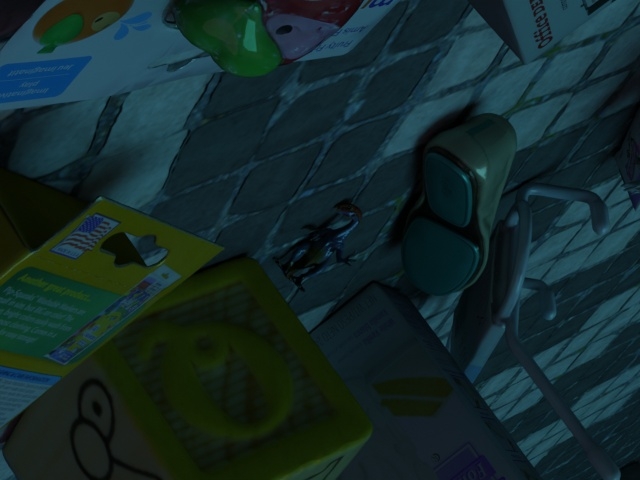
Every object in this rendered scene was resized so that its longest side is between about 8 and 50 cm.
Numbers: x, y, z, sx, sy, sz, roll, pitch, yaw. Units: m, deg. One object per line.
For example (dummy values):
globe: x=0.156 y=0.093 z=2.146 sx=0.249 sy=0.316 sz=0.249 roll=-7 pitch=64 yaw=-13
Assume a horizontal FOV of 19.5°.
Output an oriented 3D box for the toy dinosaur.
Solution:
toy dinosaur: x=0.000 y=0.000 z=1.569 sx=0.082 sy=0.047 sz=0.090 roll=-44 pitch=-165 yaw=-5

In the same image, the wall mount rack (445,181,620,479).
wall mount rack: x=0.206 y=0.124 z=1.831 sx=0.130 sy=0.304 sz=0.350 roll=9 pitch=151 yaw=-5

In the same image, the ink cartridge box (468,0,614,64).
ink cartridge box: x=0.185 y=-0.227 z=1.231 sx=0.208 sy=0.087 sz=0.153 roll=-36 pitch=161 yaw=2

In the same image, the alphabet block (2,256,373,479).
alphabet block: x=-0.110 y=0.161 z=1.497 sx=0.193 sy=0.192 sz=0.197 roll=-23 pitch=159 yaw=-40

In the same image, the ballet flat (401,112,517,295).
ballet flat: x=0.126 y=-0.033 z=1.630 sx=0.086 sy=0.086 sz=0.248 roll=-30 pitch=160 yaw=-18

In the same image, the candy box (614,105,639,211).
candy box: x=0.411 y=-0.112 z=1.857 sx=0.196 sy=0.070 sz=0.165 roll=-12 pitch=157 yaw=-10

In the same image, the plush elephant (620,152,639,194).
plush elephant: x=0.466 y=-0.035 z=1.662 sx=0.330 sy=0.272 sz=0.255 roll=1 pitch=-165 yaw=-11

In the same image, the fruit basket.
fruit basket: x=0.020 y=-0.169 z=0.968 sx=0.327 sy=0.165 sz=0.353 roll=-15 pitch=155 yaw=-48

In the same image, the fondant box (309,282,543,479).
fondant box: x=0.068 y=0.241 z=1.783 sx=0.238 sy=0.330 sz=0.096 roll=-40 pitch=161 yaw=10

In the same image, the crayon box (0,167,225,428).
crayon box: x=-0.238 y=0.060 z=1.187 sx=0.323 sy=0.083 sz=0.203 roll=-38 pitch=162 yaw=9
